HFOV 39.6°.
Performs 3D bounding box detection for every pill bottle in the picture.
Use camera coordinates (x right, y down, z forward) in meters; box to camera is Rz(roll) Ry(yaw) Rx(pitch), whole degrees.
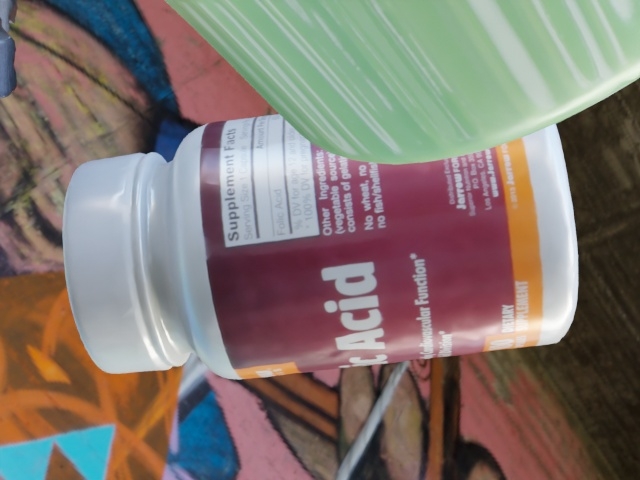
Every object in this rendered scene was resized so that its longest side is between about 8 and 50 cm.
[{"bbox_3d":[0.000,0.000,0.765,0.392,0.224,0.224,-7,-63,4],"label":"pill bottle"}]

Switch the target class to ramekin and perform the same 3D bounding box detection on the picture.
[{"bbox_3d":[0.059,-0.178,0.395,0.303,0.303,0.148,-17,-49,32],"label":"ramekin"}]

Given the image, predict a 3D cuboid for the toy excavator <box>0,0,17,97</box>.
[{"bbox_3d":[-0.451,-0.227,0.644,0.445,0.433,0.222,1,-59,-19],"label":"toy excavator"}]
